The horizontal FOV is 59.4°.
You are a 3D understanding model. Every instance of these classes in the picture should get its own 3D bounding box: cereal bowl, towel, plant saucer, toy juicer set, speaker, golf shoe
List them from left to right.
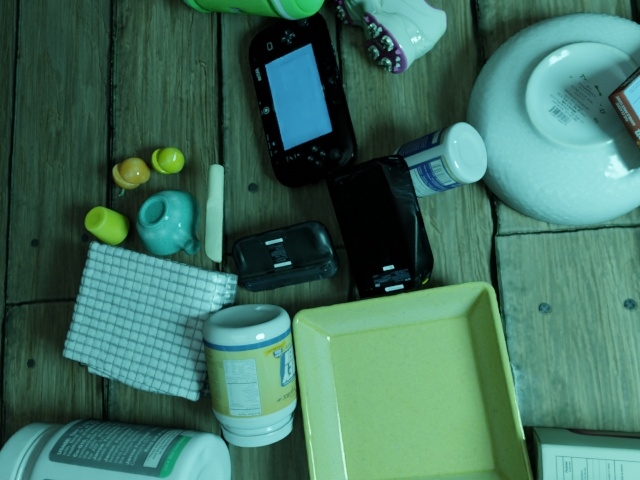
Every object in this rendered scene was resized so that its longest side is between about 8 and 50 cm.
[{"bbox_3d":[-0.306,0.145,1.029,0.283,0.121,0.235,12,87,15],"label":"towel"},{"bbox_3d":[-0.279,-0.072,1.071,0.328,0.089,0.210,10,72,25],"label":"toy juicer set"},{"bbox_3d":[-0.136,-0.477,1.027,0.296,0.131,0.131,19,88,33],"label":"speaker"},{"bbox_3d":[0.102,-0.441,1.007,0.140,0.115,0.306,-33,77,-6],"label":"golf shoe"},{"bbox_3d":[0.138,0.256,0.898,0.332,0.081,0.333,-11,76,13],"label":"plant saucer"},{"bbox_3d":[0.395,-0.199,0.864,0.338,0.141,0.340,-2,82,14],"label":"cereal bowl"}]

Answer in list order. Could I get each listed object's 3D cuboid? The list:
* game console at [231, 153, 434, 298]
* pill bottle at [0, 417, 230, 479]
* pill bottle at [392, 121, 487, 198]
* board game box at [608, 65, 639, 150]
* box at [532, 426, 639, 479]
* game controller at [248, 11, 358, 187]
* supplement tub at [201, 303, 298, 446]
[{"bbox_3d":[0.000,0.000,0.948,0.361,0.044,0.213,-13,96,27],"label":"game console"},{"bbox_3d":[-0.355,0.415,0.958,0.360,0.204,0.205,1,83,16],"label":"pill bottle"},{"bbox_3d":[0.173,-0.121,0.907,0.169,0.094,0.094,-14,76,51],"label":"pill bottle"},{"bbox_3d":[0.518,-0.212,0.783,0.281,0.027,0.145,-39,97,-23],"label":"board game box"},{"bbox_3d":[0.425,0.353,0.786,0.232,0.127,0.149,-1,84,16],"label":"box"},{"bbox_3d":[-0.036,-0.260,1.031,0.166,0.067,0.320,-16,78,13],"label":"game controller"},{"bbox_3d":[-0.113,0.218,0.928,0.144,0.144,0.200,-2,102,15],"label":"supplement tub"}]
